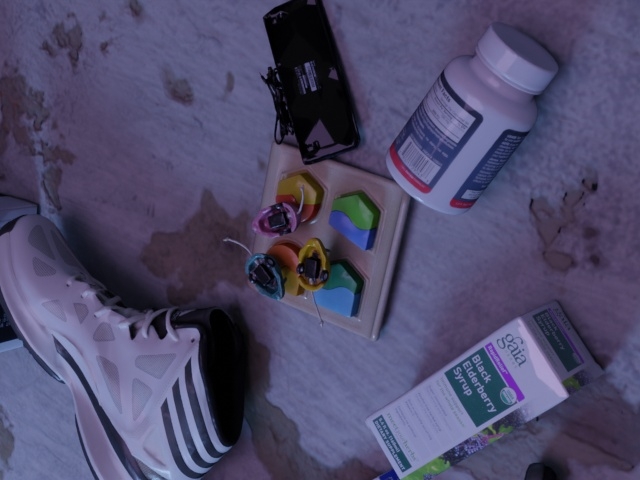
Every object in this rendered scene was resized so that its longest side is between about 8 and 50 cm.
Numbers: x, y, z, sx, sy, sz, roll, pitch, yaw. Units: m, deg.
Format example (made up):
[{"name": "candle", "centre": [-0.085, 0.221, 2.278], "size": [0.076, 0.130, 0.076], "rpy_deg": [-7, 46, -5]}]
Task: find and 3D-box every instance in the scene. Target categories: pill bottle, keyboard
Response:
[{"name": "pill bottle", "centre": [0.155, -0.124, 1.081], "size": [0.108, 0.108, 0.180], "rpy_deg": [47, 122, 20]}, {"name": "keyboard", "centre": [-0.018, -0.185, 1.249], "size": [0.100, 0.038, 0.192], "rpy_deg": [-17, 84, 17]}]

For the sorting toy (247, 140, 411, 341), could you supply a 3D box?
[{"name": "sorting toy", "centre": [0.000, 0.000, 1.261], "size": [0.208, 0.038, 0.193], "rpy_deg": [23, 112, 31]}]

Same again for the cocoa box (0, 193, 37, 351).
[{"name": "cocoa box", "centre": [-0.613, 0.053, 1.526], "size": [0.228, 0.347, 0.231], "rpy_deg": [15, 107, 34]}]

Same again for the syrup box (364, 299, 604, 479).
[{"name": "syrup box", "centre": [0.170, 0.166, 1.133], "size": [0.237, 0.096, 0.093], "rpy_deg": [-40, 74, 35]}]

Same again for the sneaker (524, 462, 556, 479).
[{"name": "sneaker", "centre": [0.263, 0.348, 1.112], "size": [0.130, 0.087, 0.227], "rpy_deg": [-2, 79, 12]}]

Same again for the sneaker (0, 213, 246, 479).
[{"name": "sneaker", "centre": [-0.241, 0.109, 1.415], "size": [0.257, 0.169, 0.447], "rpy_deg": [-37, 76, 20]}]

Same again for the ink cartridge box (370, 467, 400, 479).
[{"name": "ink cartridge box", "centre": [0.037, 0.362, 1.298], "size": [0.207, 0.046, 0.097], "rpy_deg": [-38, 75, 35]}]

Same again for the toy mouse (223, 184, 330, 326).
[{"name": "toy mouse", "centre": [-0.048, 0.010, 1.256], "size": [0.143, 0.031, 0.161], "rpy_deg": [9, 105, 30]}]
